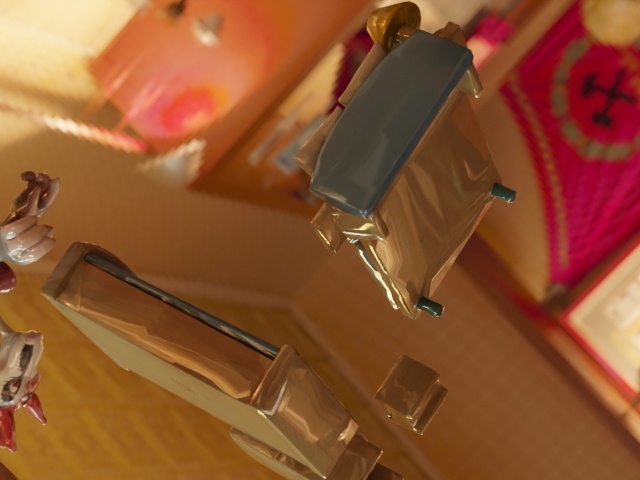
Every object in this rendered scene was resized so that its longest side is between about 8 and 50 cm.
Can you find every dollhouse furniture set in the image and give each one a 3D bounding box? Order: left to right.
[{"bbox_3d":[0.000,0.000,1.256,0.198,0.303,0.286,26,165,29],"label":"dollhouse furniture set"}]

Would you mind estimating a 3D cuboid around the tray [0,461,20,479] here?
[{"bbox_3d":[-0.180,0.189,0.868,0.203,0.076,0.411,49,178,-20],"label":"tray"}]

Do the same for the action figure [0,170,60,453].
[{"bbox_3d":[-0.330,0.004,1.254,0.370,0.275,0.248,60,177,4],"label":"action figure"}]
